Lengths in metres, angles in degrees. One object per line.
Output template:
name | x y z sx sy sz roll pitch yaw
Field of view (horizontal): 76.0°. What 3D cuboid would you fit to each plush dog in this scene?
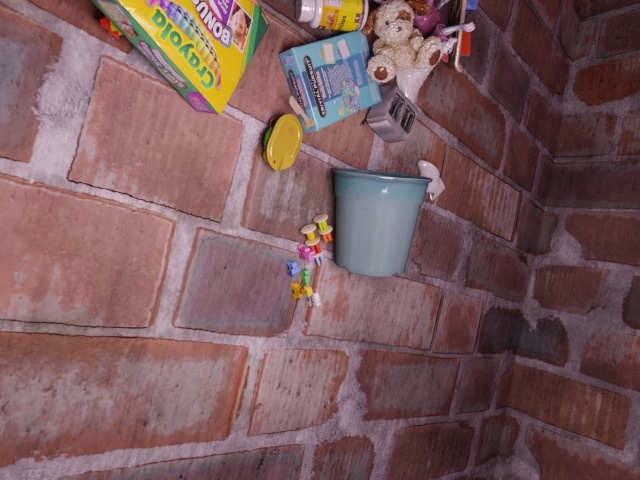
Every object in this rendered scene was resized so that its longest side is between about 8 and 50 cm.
plush dog | 0.261 -0.695 1.393 0.262 0.211 0.225 -14 126 6

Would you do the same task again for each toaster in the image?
toaster | 0.268 -0.475 1.559 0.168 0.110 0.186 31 75 -38

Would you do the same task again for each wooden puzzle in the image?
wooden puzzle | 0.552 -0.861 1.622 0.322 0.080 0.348 -74 161 -62

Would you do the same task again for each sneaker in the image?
sneaker | 0.473 -0.258 1.792 0.094 0.080 0.212 -52 127 -9
sneaker | 0.385 -0.685 1.605 0.114 0.152 0.305 9 91 -50

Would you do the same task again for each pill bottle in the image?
pill bottle | 0.034 -0.731 1.295 0.215 0.117 0.117 -5 99 -18

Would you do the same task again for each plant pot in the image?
plant pot | 0.188 -0.068 1.422 0.341 0.341 0.334 -5 107 -40

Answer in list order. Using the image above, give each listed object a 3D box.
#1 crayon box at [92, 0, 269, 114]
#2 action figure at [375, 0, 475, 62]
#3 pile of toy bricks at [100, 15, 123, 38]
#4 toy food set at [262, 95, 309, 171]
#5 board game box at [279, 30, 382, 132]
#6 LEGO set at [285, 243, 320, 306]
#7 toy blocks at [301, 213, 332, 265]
crayon box | -0.304 -0.546 0.983 0.313 0.106 0.363 -67 151 -14
action figure | 0.362 -0.782 1.447 0.370 0.275 0.248 51 25 -33
pile of toy bricks | -0.474 -0.577 0.929 0.105 0.118 0.212 -5 117 -12
toy food set | -0.123 -0.322 1.274 0.128 0.071 0.218 34 76 -52
board game box | 0.046 -0.541 1.380 0.336 0.079 0.254 -33 115 -33
LEGO set | -0.049 0.136 1.373 0.087 0.093 0.227 -22 110 -37
toy blocks | 0.000 0.000 1.425 0.123 0.054 0.148 -42 127 -35
